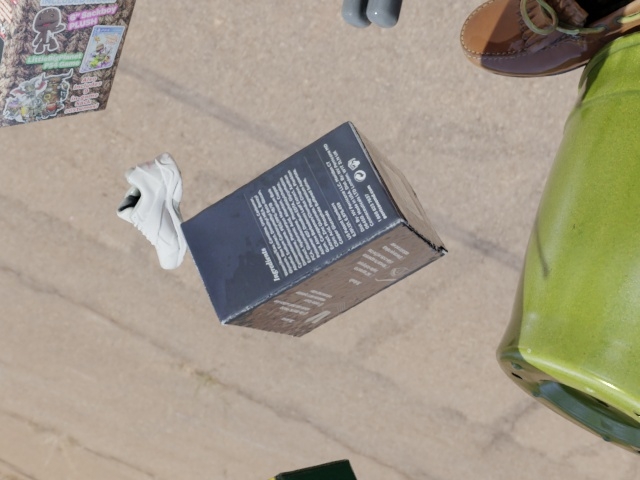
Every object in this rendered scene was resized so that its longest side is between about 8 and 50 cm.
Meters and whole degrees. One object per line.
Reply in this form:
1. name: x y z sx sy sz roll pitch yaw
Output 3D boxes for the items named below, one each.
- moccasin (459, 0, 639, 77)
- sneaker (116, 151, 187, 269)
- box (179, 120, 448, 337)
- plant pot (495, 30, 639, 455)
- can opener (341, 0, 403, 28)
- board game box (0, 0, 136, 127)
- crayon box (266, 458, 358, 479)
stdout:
1. moccasin: 0.300 -0.271 0.907 0.147 0.139 0.380 20 170 -35
2. sneaker: -0.301 -0.045 1.458 0.115 0.090 0.232 -14 124 -20
3. box: 0.000 0.000 0.667 0.158 0.093 0.156 -31 161 12
4. plant pot: 0.370 0.035 0.868 0.367 0.352 0.366 30 167 8
5. can opener: 0.070 -0.394 0.953 0.076 0.283 0.095 12 179 37
6. board game box: -0.321 -0.313 0.893 0.232 0.141 0.291 49 133 21
7. crayon box: -0.062 0.414 0.711 0.363 0.313 0.106 -40 152 31
